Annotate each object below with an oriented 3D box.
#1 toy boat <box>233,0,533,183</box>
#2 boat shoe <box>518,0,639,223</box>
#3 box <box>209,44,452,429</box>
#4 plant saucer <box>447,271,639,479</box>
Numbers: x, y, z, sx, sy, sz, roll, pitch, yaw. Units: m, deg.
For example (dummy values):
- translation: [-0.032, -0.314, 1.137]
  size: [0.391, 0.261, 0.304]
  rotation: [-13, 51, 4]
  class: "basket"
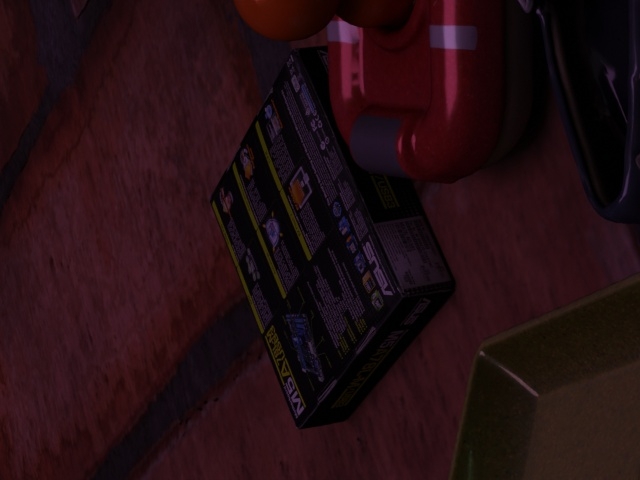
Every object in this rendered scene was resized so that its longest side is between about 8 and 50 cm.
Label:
- translation: [0.022, -0.143, 0.913]
  size: [0.151, 0.151, 0.231]
  rotation: [13, 108, 60]
  class: "toy boat"
- translation: [0.130, -0.129, 0.795]
  size: [0.095, 0.079, 0.254]
  rotation: [-26, 74, 60]
  class: "boat shoe"
- translation: [0.000, 0.000, 1.102]
  size: [0.190, 0.045, 0.184]
  rotation: [67, 150, 25]
  class: "box"
- translation: [0.126, 0.123, 0.838]
  size: [0.188, 0.045, 0.188]
  rotation: [-32, 40, 59]
  class: "plant saucer"
